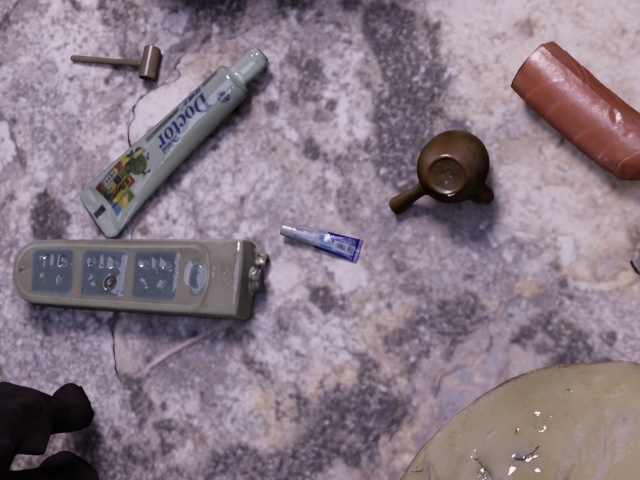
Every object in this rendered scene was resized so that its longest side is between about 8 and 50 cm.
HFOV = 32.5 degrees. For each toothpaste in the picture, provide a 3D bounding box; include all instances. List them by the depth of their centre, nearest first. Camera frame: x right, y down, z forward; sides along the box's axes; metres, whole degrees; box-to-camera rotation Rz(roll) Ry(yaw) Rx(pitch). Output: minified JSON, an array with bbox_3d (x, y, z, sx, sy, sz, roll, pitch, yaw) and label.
[{"bbox_3d":[0.000,0.000,1.106,0.083,0.015,0.024,15,83,12],"label":"toothpaste"},{"bbox_3d":[-0.152,-0.108,1.159,0.255,0.037,0.067,-43,72,9],"label":"toothpaste"}]

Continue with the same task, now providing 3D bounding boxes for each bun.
[{"bbox_3d":[0.226,0.256,0.884,0.362,0.234,0.326,8,77,11],"label":"bun"}]

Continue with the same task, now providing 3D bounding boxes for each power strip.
[{"bbox_3d":[-0.195,0.036,1.138,0.286,0.048,0.080,2,79,18],"label":"power strip"}]

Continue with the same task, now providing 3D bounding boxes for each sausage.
[{"bbox_3d":[0.260,-0.114,1.029,0.065,0.065,0.169,-46,72,4],"label":"sausage"}]

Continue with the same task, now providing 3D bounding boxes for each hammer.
[{"bbox_3d":[-0.227,-0.197,1.207,0.110,0.019,0.035,7,82,22],"label":"hammer"}]

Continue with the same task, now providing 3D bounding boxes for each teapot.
[{"bbox_3d":[0.115,-0.051,1.057,0.110,0.080,0.085,-37,93,21],"label":"teapot"}]

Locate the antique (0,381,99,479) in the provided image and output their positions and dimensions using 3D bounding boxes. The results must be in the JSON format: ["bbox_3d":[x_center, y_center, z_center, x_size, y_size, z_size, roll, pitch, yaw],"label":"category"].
[{"bbox_3d":[-0.381,0.247,1.045,0.322,0.255,0.185,-36,70,5],"label":"antique"}]
